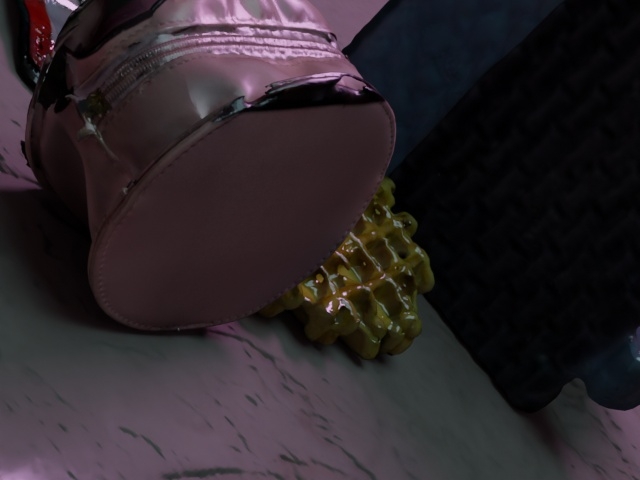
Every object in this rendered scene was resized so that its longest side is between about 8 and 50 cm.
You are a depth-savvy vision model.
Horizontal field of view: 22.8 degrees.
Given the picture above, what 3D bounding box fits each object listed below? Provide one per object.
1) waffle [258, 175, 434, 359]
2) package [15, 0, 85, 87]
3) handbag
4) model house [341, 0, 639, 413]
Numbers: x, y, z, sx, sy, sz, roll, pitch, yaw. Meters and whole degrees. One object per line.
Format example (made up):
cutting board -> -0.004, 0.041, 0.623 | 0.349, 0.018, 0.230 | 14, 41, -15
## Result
waffle -> 0.000, 0.000, 1.004 | 0.192, 0.046, 0.160 | 21, 40, -37
package -> -0.099, -0.115, 1.041 | 0.232, 0.040, 0.166 | 28, 34, -36
handbag -> -0.060, -0.055, 0.844 | 0.205, 0.179, 0.116 | -9, 48, -48
model house -> 0.243, -0.072, 1.144 | 0.297, 0.360, 0.339 | 28, 30, -38
